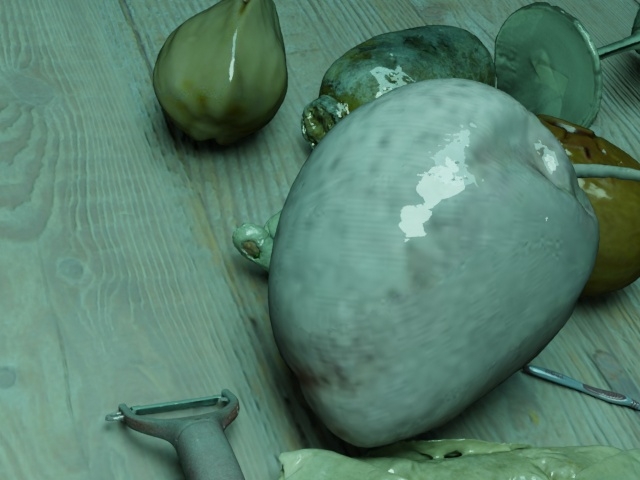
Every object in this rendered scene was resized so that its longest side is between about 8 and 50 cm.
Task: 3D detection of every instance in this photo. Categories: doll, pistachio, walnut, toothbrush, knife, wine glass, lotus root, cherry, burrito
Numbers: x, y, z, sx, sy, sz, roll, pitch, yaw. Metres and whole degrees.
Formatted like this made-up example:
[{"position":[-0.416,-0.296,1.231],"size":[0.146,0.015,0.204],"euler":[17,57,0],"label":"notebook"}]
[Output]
[{"position":[0.000,0.000,1.053],"size":[0.214,0.071,0.103],"euler":[-7,54,-33],"label":"doll"},{"position":[-0.121,-0.228,1.170],"size":[0.166,0.197,0.288],"euler":[13,30,-8],"label":"pistachio"},{"position":[0.265,-0.049,1.090],"size":[0.298,0.203,0.203],"euler":[22,42,-4],"label":"walnut"},{"position":[0.314,0.168,1.001],"size":[0.193,0.019,0.013],"euler":[17,42,5],"label":"toothbrush"},{"position":[-0.099,0.195,0.757],"size":[0.123,0.053,0.278],"euler":[-10,25,-18],"label":"knife"},{"position":[0.473,-0.303,1.395],"size":[0.406,0.267,0.267],"euler":[-21,53,-29],"label":"wine glass"},{"position":[0.132,-0.208,1.251],"size":[0.175,0.175,0.350],"euler":[39,48,25],"label":"lotus root"},{"position":[0.100,0.013,0.873],"size":[0.291,0.326,0.335],"euler":[31,41,32],"label":"cherry"},{"position":[0.148,0.232,0.838],"size":[0.392,0.076,0.117],"euler":[2,43,-14],"label":"burrito"}]
